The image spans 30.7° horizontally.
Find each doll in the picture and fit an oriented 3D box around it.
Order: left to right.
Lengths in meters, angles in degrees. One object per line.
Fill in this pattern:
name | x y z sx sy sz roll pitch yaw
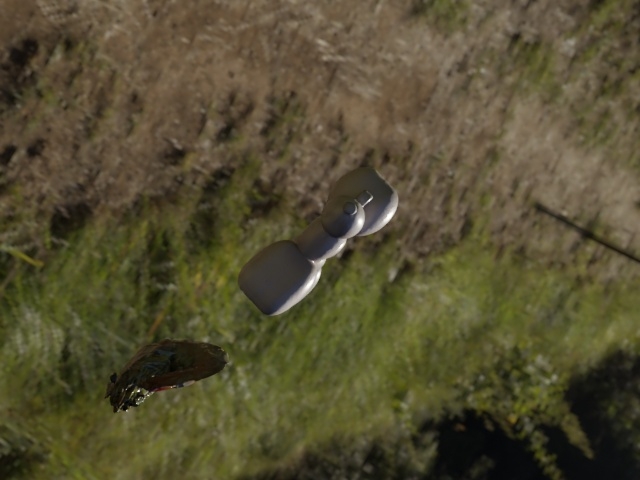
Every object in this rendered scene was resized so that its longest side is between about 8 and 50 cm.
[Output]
doll | 0.000 0.000 1.051 0.160 0.059 0.161 -43 177 2

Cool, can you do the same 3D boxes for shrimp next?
shrimp | -0.164 0.136 1.209 0.190 0.101 0.042 -30 121 -63
